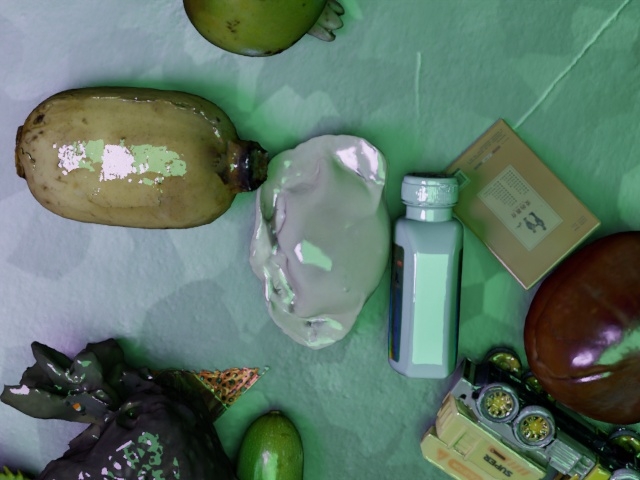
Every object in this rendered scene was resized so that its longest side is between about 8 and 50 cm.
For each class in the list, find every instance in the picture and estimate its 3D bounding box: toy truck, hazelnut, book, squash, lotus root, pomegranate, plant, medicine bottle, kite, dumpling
[{"bbox_3d":[0.254,0.258,1.977,0.272,0.124,0.157,34,112,-5],"label":"toy truck"},{"bbox_3d":[0.350,0.099,1.902,0.230,0.229,0.229,0,100,-2],"label":"hazelnut"},{"bbox_3d":[0.226,-0.042,1.948,0.118,0.012,0.172,-42,77,5],"label":"book"},{"bbox_3d":[-0.064,0.295,1.988,0.095,0.095,0.188,-1,97,-2],"label":"squash"},{"bbox_3d":[-0.200,-0.093,1.888,0.284,0.146,0.160,4,119,5],"label":"lotus root"},{"bbox_3d":[-0.053,-0.281,1.859,0.210,0.180,0.180,25,99,-36],"label":"pomegranate"},{"bbox_3d":[-0.223,0.239,1.883,0.213,0.215,0.312,-25,88,7],"label":"plant"},{"bbox_3d":[0.123,0.038,1.932,0.083,0.121,0.228,3,99,-2],"label":"medicine bottle"},{"bbox_3d":[-0.175,0.208,2.006,0.222,0.008,0.125,2,100,-3],"label":"kite"},{"bbox_3d":[0.000,0.000,1.915,0.162,0.132,0.250,11,95,1],"label":"dumpling"}]

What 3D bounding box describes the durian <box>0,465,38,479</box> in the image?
[{"bbox_3d":[-0.329,0.397,1.950,0.158,0.169,0.352,-39,100,4],"label":"durian"}]
